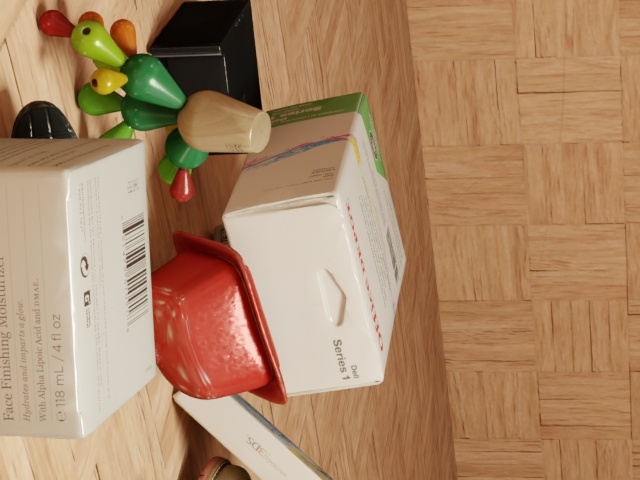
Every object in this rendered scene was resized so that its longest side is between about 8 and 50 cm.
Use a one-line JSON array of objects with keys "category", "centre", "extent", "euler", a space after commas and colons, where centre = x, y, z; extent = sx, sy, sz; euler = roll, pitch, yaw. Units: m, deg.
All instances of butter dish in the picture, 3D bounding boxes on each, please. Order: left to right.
[{"category": "butter dish", "centre": [-0.121, 0.085, 1.695], "extent": [0.160, 0.118, 0.160], "euler": [14, -56, 61]}]

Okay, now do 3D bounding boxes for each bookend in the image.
[{"category": "bookend", "centre": [-0.110, -0.145, 1.850], "extent": [0.156, 0.072, 0.157], "euler": [-70, 157, -64]}]

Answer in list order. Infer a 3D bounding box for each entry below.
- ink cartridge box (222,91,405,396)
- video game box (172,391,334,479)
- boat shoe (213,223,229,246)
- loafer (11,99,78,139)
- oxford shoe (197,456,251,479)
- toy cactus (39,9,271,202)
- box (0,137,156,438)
[{"category": "ink cartridge box", "centre": [0.000, 0.000, 1.824], "extent": [0.278, 0.117, 0.201], "euler": [-74, 152, -65]}, {"category": "video game box", "centre": [-0.045, 0.225, 1.890], "extent": [0.048, 0.205, 0.187], "euler": [-49, 164, -1]}, {"category": "boat shoe", "centre": [-0.029, 0.096, 2.104], "extent": [0.367, 0.136, 0.156], "euler": [47, 43, -70]}, {"category": "loafer", "centre": [-0.206, -0.037, 1.414], "extent": [0.061, 0.062, 0.170], "euler": [-114, -163, -55]}, {"category": "oxford shoe", "centre": [-0.083, 0.376, 1.803], "extent": [0.123, 0.130, 0.348], "euler": [72, 20, -58]}, {"category": "toy cactus", "centre": [-0.131, -0.099, 1.502], "extent": [0.112, 0.180, 0.219], "euler": [-59, 147, -32]}, {"category": "box", "centre": [-0.195, 0.027, 1.266], "extent": [0.182, 0.119, 0.181], "euler": [-42, 131, -75]}]
